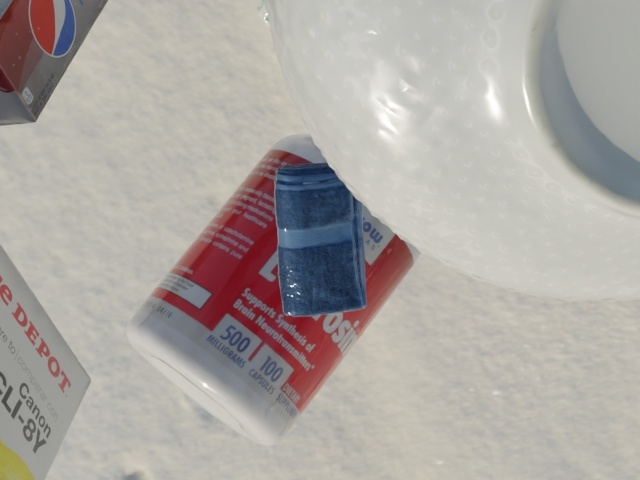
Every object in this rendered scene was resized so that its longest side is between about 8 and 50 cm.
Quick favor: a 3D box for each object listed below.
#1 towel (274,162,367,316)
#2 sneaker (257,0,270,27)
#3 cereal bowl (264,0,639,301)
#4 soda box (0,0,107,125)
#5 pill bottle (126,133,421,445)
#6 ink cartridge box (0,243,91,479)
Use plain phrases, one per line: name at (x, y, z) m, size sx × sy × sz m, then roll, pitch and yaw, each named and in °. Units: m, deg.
towel at (0.000, 0.000, 0.936) m, size 0.029 × 0.067 × 0.119 m, roll -125°, pitch 31°, yaw -67°
sneaker at (-0.032, -0.275, 1.395) m, size 0.094 × 0.212 × 0.080 m, roll 5°, pitch 54°, yaw 21°
cereal bowl at (0.144, -0.111, 0.538) m, size 0.339 × 0.339 × 0.141 m, roll -48°, pitch 24°, yaw 18°
soda box at (-0.252, -0.220, 1.094) m, size 0.084 × 0.092 × 0.263 m, roll -3°, pitch 46°, yaw 24°
pill bottle at (-0.024, 0.023, 1.492) m, size 0.229 × 0.229 × 0.407 m, roll 30°, pitch 74°, yaw 30°
ink cartridge box at (-0.368, 0.159, 0.997) m, size 0.160 × 0.279 × 0.384 m, roll -11°, pitch 34°, yaw 21°
